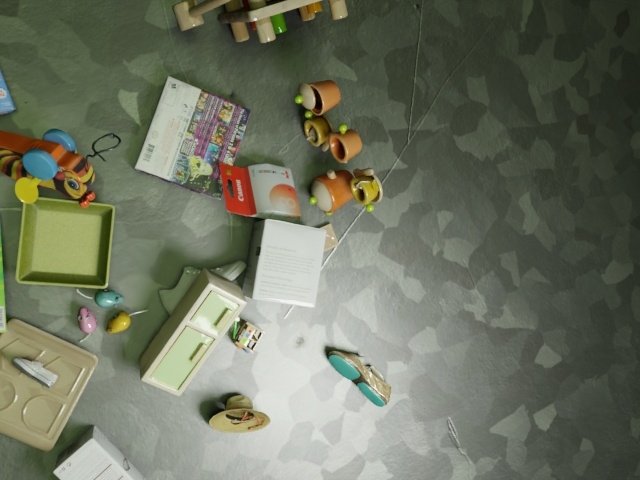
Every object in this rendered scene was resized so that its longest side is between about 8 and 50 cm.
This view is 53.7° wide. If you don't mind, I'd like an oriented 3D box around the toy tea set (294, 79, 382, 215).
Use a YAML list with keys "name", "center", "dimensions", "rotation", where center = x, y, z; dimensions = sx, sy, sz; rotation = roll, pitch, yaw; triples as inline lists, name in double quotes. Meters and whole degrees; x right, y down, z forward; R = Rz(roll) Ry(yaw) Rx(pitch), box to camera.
- name: "toy tea set"
  center: [0.009, -0.207, 1.497]
  dimensions: [0.124, 0.200, 0.336]
  rotation: [-27, 98, -24]

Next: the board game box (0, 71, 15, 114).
- name: "board game box"
  center: [-0.748, -0.356, 1.299]
  dimensions: [0.160, 0.039, 0.212]
  rotation: [-25, 97, -47]

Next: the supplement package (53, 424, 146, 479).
- name: "supplement package"
  center: [-0.477, 0.515, 1.381]
  dimensions: [0.105, 0.105, 0.179]
  rotation: [-41, 102, -14]

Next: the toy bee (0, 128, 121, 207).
- name: "toy bee"
  center: [-0.552, -0.138, 1.327]
  dimensions: [0.195, 0.298, 0.162]
  rotation: [-45, 144, -36]

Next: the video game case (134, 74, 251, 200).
- name: "video game case"
  center: [-0.296, -0.236, 1.478]
  dimensions: [0.210, 0.042, 0.232]
  rotation: [19, 84, -17]

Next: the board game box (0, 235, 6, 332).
- name: "board game box"
  center: [-0.712, 0.063, 1.294]
  dimensions: [0.039, 0.124, 0.260]
  rotation: [-6, 85, 24]

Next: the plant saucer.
- name: "plant saucer"
  center: [-0.558, 0.006, 1.391]
  dimensions: [0.188, 0.045, 0.189]
  rotation: [6, 87, -18]

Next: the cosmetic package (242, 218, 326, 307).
- name: "cosmetic package"
  center: [-0.088, 0.053, 1.487]
  dimensions: [0.151, 0.151, 0.184]
  rotation: [10, 86, -17]

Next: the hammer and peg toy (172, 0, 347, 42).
- name: "hammer and peg toy"
  center: [-0.130, -0.519, 1.423]
  dimensions: [0.361, 0.266, 0.127]
  rotation: [-24, 115, -18]

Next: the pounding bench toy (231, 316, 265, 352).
- name: "pounding bench toy"
  center: [-0.187, 0.224, 1.505]
  dimensions: [0.083, 0.052, 0.065]
  rotation: [32, 81, -15]

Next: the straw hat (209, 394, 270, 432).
- name: "straw hat"
  center: [-0.191, 0.401, 1.495]
  dimensions: [0.144, 0.144, 0.061]
  rotation: [7, 49, -18]

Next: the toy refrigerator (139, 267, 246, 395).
- name: "toy refrigerator"
  center: [-0.285, 0.205, 1.402]
  dimensions: [0.102, 0.094, 0.270]
  rotation: [32, 99, -27]

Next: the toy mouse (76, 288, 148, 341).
- name: "toy mouse"
  center: [-0.488, 0.160, 1.396]
  dimensions: [0.161, 0.031, 0.143]
  rotation: [-35, 121, -1]

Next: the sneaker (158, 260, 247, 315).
- name: "sneaker"
  center: [-0.275, 0.092, 1.469]
  dimensions: [0.212, 0.080, 0.094]
  rotation: [-33, 85, -13]

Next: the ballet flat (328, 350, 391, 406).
- name: "ballet flat"
  center: [0.103, 0.335, 1.601]
  dimensions: [0.206, 0.073, 0.067]
  rotation: [47, 49, -15]

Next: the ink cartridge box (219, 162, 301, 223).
- name: "ink cartridge box"
  center: [-0.139, -0.121, 1.471]
  dimensions: [0.179, 0.045, 0.146]
  rotation: [11, 51, -36]

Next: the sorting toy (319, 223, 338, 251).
- name: "sorting toy"
  center: [0.000, 0.000, 1.588]
  dimensions: [0.083, 0.012, 0.062]
  rotation: [-24, 102, -20]

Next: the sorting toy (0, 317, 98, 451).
- name: "sorting toy"
  center: [-0.670, 0.290, 1.360]
  dimensions: [0.307, 0.041, 0.229]
  rotation: [27, 79, -9]

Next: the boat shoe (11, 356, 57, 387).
- name: "boat shoe"
  center: [-0.605, 0.272, 1.341]
  dimensions: [0.100, 0.035, 0.035]
  rotation: [34, 50, -4]
